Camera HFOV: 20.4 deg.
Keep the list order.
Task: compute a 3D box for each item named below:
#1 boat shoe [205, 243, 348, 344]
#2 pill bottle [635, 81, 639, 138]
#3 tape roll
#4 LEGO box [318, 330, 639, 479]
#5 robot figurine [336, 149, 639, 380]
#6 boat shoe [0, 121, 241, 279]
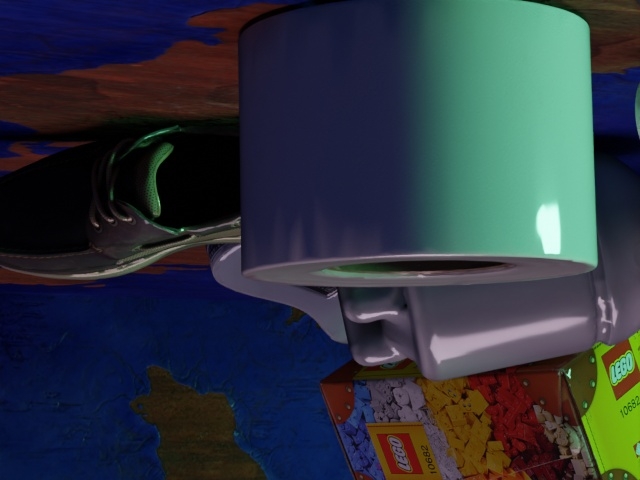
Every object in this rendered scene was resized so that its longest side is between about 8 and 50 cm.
[{"bbox_3d":[-0.007,0.004,1.990,0.136,0.156,0.367,-36,144,27],"label":"boat shoe"},{"bbox_3d":[0.310,-0.100,1.287,0.152,0.086,0.086,-5,173,34],"label":"pill bottle"},{"bbox_3d":[0.065,-0.060,1.219,0.246,0.169,0.246,-1,175,0],"label":"tape roll"},{"bbox_3d":[0.312,0.137,2.125,0.372,0.193,0.500,-8,-163,46],"label":"LEGO box"},{"bbox_3d":[0.190,0.022,1.756,0.353,0.200,0.300,-11,143,-1],"label":"robot figurine"},{"bbox_3d":[-0.149,-0.052,1.583,0.355,0.132,0.130,-10,163,6],"label":"boat shoe"}]
